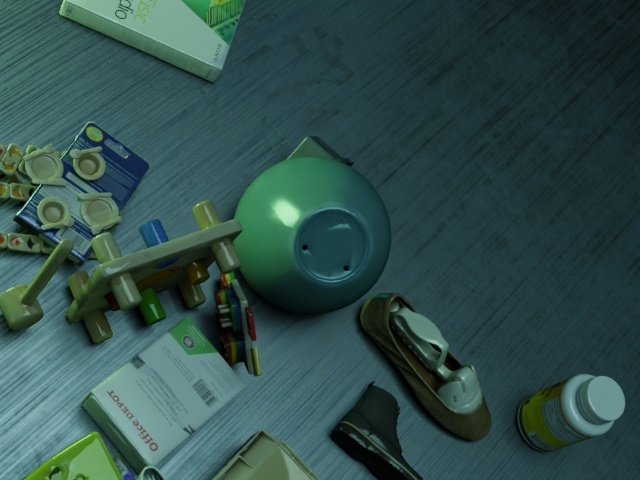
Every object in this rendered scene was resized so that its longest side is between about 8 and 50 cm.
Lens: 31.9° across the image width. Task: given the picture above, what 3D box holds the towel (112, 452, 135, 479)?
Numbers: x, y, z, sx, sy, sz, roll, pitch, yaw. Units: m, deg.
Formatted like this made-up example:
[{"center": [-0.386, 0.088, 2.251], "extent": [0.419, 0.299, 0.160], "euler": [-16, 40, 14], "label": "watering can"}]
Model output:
[{"center": [-0.330, 0.394, 1.818], "extent": [0.060, 0.009, 0.083], "euler": [-30, 83, -32], "label": "towel"}]

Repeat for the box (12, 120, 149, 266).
[{"center": [-0.403, -0.083, 1.913], "extent": [0.136, 0.036, 0.225], "euler": [37, 61, -11], "label": "box"}]

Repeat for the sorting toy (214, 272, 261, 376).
[{"center": [-0.147, 0.151, 1.906], "extent": [0.046, 0.274, 0.132], "euler": [-9, 106, -11], "label": "sorting toy"}]

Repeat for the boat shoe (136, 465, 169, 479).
[{"center": [-0.219, 0.441, 1.677], "extent": [0.083, 0.075, 0.226], "euler": [-29, 64, -26], "label": "boat shoe"}]

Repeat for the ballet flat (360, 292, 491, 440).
[{"center": [0.214, 0.228, 2.077], "extent": [0.116, 0.124, 0.342], "euler": [-38, 88, -32], "label": "ballet flat"}]

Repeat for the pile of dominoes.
[{"center": [-0.463, -0.075, 1.910], "extent": [0.251, 0.040, 0.195], "euler": [7, 69, -33], "label": "pile of dominoes"}]

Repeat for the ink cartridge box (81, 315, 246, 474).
[{"center": [-0.261, 0.257, 1.859], "extent": [0.219, 0.092, 0.160], "euler": [-38, 88, -32], "label": "ink cartridge box"}]

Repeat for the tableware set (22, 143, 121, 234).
[{"center": [-0.415, -0.087, 1.876], "extent": [0.141, 0.020, 0.168], "euler": [-10, 78, -29], "label": "tableware set"}]

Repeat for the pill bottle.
[{"center": [0.473, 0.321, 2.106], "extent": [0.117, 0.215, 0.117], "euler": [10, 65, -22], "label": "pill bottle"}]

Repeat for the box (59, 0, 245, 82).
[{"center": [-0.312, -0.470, 2.163], "extent": [0.322, 0.058, 0.232], "euler": [23, 61, -16], "label": "box"}]

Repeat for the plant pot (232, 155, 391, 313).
[{"center": [0.000, 0.000, 1.962], "extent": [0.290, 0.195, 0.290], "euler": [-1, 96, -11], "label": "plant pot"}]

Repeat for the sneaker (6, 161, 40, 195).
[{"center": [-0.513, -0.109, 1.935], "extent": [0.083, 0.032, 0.037], "euler": [52, 51, -9], "label": "sneaker"}]

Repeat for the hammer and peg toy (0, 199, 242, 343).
[{"center": [-0.317, 0.068, 1.811], "extent": [0.361, 0.266, 0.127], "euler": [-20, 78, -31], "label": "hammer and peg toy"}]

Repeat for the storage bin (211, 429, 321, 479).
[{"center": [-0.101, 0.491, 1.821], "extent": [0.260, 0.123, 0.262], "euler": [47, 58, 0], "label": "storage bin"}]

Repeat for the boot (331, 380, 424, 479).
[{"center": [0.134, 0.357, 2.019], "extent": [0.198, 0.077, 0.137], "euler": [42, 53, -5], "label": "boot"}]

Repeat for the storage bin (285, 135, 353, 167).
[{"center": [-0.022, -0.130, 2.112], "extent": [0.091, 0.135, 0.098], "euler": [46, 18, 11], "label": "storage bin"}]

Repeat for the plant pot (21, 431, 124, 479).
[{"center": [-0.383, 0.435, 1.655], "extent": [0.207, 0.228, 0.227], "euler": [-25, 82, -24], "label": "plant pot"}]
